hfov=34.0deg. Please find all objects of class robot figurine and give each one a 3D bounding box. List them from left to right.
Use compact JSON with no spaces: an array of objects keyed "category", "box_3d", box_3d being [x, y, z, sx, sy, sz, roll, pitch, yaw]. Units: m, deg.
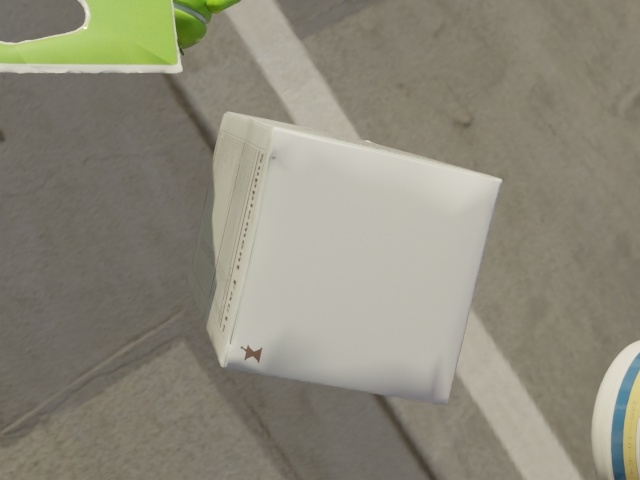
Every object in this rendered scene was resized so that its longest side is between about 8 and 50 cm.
[{"category":"robot figurine","box_3d":[-0.118,-0.211,0.871,0.067,0.101,0.115,25,79,-67]}]

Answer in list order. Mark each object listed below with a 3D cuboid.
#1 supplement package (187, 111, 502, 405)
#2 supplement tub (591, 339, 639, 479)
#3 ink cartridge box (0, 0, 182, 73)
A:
[{"category":"supplement package","box_3d":[0.000,0.000,0.676,0.133,0.244,0.139,11,97,-13]},{"category":"supplement tub","box_3d":[0.300,0.139,0.699,0.144,0.199,0.145,2,87,-40]},{"category":"ink cartridge box","box_3d":[-0.192,-0.188,0.631,0.188,0.097,0.255,-2,68,-17]}]
